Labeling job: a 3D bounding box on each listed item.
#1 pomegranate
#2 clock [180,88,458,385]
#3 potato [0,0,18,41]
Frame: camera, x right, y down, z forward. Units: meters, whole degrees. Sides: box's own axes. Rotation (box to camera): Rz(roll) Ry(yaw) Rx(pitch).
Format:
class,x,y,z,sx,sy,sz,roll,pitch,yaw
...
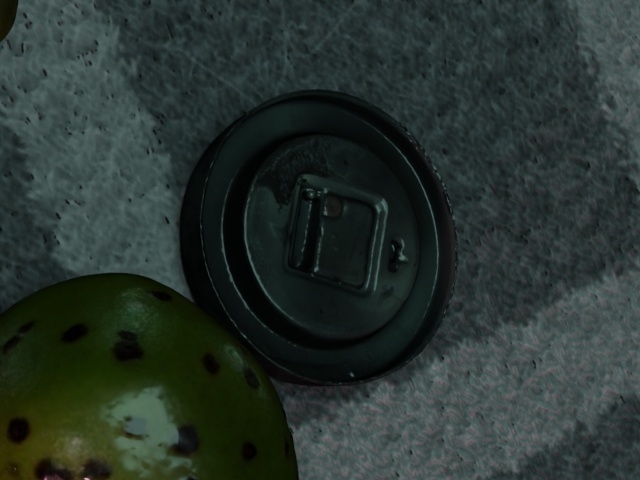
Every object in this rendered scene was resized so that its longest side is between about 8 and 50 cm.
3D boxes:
class,x,y,z,sx,sy,sz,roll,pitch,yaw
pomegranate,-0.152,0.160,1.159,0.286,0.231,0.231,-37,101,-2
clock,0.000,0.000,1.361,0.215,0.042,0.215,7,76,-30
potato,-0.298,-0.174,1.172,0.251,0.113,0.149,19,41,-38
